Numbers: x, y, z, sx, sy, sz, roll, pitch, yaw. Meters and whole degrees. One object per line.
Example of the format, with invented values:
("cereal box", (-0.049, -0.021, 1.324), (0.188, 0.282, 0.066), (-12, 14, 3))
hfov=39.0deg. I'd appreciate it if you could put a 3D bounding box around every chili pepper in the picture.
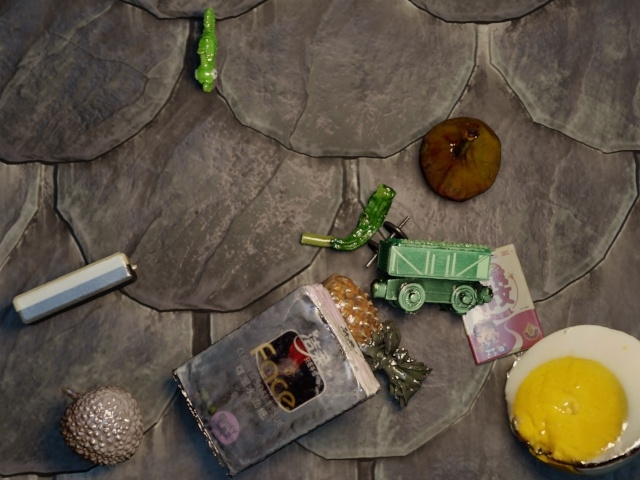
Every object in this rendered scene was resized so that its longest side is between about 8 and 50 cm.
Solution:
("chili pepper", (0.098, -0.043, 1.972), (0.050, 0.073, 0.182), (37, 86, 26))

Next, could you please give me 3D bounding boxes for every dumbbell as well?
("dumbbell", (0.146, 0.002, 1.967), (0.069, 0.069, 0.147), (40, 81, 3))

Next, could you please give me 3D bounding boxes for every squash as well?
("squash", (0.000, 0.000, 1.978), (0.083, 0.027, 0.027), (8, 81, -3))

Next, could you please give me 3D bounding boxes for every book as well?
("book", (0.383, 0.139, 1.985), (0.162, 0.022, 0.232), (-16, 83, -6))

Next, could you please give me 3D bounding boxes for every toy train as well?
("toy train", (0.235, 0.076, 1.907), (0.269, 0.115, 0.154), (4, 90, -12))

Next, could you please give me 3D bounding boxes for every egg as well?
("egg", (0.562, 0.348, 1.869), (0.337, 0.201, 0.337), (-17, 52, 24))

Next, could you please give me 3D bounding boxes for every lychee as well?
("lychee", (-0.446, 0.364, 1.826), (0.165, 0.165, 0.197), (-37, 78, -8))

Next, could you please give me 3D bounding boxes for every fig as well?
("fig", (0.289, -0.204, 1.914), (0.190, 0.290, 0.191), (-7, 65, 15))

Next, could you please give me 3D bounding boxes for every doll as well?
("doll", (-0.248, -0.416, 1.982), (0.050, 0.115, 0.190), (2, 79, -2))

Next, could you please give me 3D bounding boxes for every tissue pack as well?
("tissue pack", (-0.089, 0.278, 1.813), (0.361, 0.122, 0.259), (-33, 80, 21))

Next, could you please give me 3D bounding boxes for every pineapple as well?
("pineapple", (0.094, 0.218, 1.900), (0.310, 0.141, 0.170), (45, 57, -4))

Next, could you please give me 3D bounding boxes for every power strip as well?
("power strip", (-0.505, 0.098, 1.890), (0.256, 0.105, 0.070), (-22, 88, -8))
